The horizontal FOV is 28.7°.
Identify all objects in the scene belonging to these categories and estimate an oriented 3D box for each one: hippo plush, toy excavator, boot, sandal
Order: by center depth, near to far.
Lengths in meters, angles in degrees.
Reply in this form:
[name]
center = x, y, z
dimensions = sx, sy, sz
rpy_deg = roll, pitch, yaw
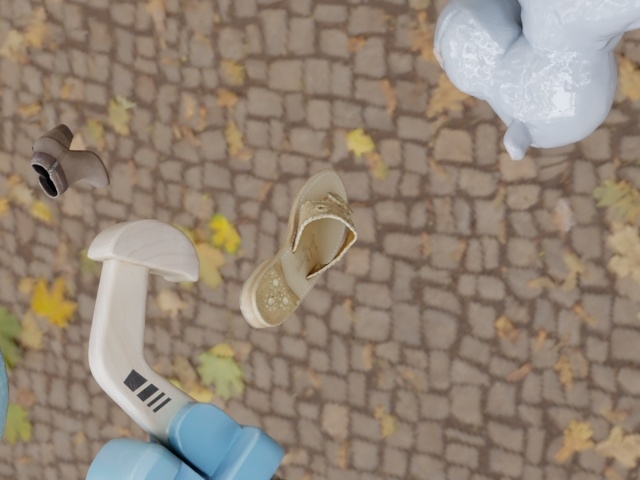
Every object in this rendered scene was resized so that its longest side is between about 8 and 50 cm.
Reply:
[hippo plush]
center = 0.227, -0.207, 1.083
dimensions = 0.294, 0.234, 0.237
rpy_deg = 37, 139, 21
[sandal]
center = 0.003, 0.005, 1.354
dimensions = 0.079, 0.240, 0.088
rpy_deg = -10, 123, 39
[boot]
center = -0.313, -0.084, 1.548
dimensions = 0.042, 0.087, 0.118
rpy_deg = -17, 126, 31
[toy excavator]
center = -0.195, 0.254, 1.596
dimensions = 0.445, 0.433, 0.222
rpy_deg = 43, 157, -23

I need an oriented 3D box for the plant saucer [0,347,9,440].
[plant saucer]
center = -0.271, 0.094, 0.687
dimensions = 0.195, 0.195, 0.037
rpy_deg = 42, 144, 15
